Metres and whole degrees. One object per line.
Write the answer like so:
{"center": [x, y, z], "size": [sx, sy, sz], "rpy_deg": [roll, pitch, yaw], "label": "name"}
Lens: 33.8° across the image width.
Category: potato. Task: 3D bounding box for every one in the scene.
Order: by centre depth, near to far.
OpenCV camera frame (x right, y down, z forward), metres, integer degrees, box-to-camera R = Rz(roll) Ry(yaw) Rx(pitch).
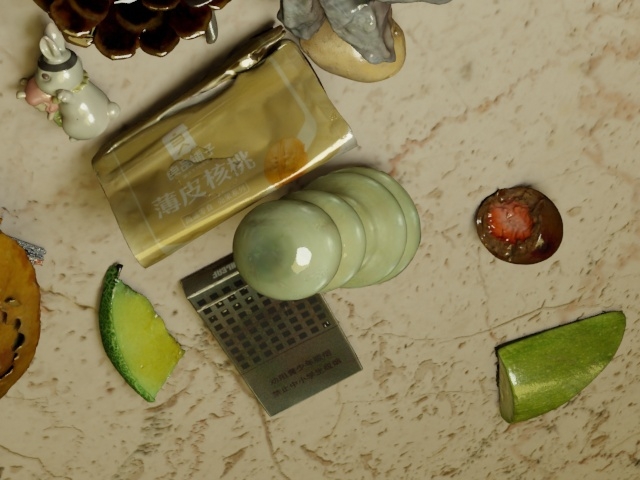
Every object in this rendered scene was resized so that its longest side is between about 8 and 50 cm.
{"center": [0.047, -0.261, 1.364], "size": [0.147, 0.112, 0.112], "rpy_deg": [9, 123, -35], "label": "potato"}

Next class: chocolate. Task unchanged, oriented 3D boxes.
{"center": [0.317, -0.016, 1.639], "size": [0.127, 0.133, 0.124], "rpy_deg": [-1, 130, -17], "label": "chocolate"}

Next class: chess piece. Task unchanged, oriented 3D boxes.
{"center": [0.000, 0.000, 1.387], "size": [0.182, 0.182, 0.330], "rpy_deg": [-51, 168, 20], "label": "chess piece"}

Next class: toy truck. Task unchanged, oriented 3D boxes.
{"center": [-0.419, 0.013, 1.450], "size": [0.083, 0.024, 0.032], "rpy_deg": [21, 94, -34], "label": "toy truck"}

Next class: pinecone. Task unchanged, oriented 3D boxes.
{"center": [-0.195, -0.314, 1.109], "size": [0.246, 0.292, 0.246], "rpy_deg": [0, 91, -17], "label": "pinecone"}

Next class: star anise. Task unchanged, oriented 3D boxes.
{"center": [0.004, -0.313, 1.188], "size": [0.139, 0.316, 0.359], "rpy_deg": [-39, 155, -45], "label": "star anise"}

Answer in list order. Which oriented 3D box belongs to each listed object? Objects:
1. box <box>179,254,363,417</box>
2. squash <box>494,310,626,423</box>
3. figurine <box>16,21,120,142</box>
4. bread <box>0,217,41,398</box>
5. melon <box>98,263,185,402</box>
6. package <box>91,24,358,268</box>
{"center": [-0.068, 0.138, 1.666], "size": [0.180, 0.047, 0.325], "rpy_deg": [-27, 130, 1], "label": "box"}
{"center": [0.451, 0.240, 1.913], "size": [0.252, 0.093, 0.169], "rpy_deg": [-16, 128, -9], "label": "squash"}
{"center": [-0.325, -0.186, 1.293], "size": [0.098, 0.081, 0.146], "rpy_deg": [-32, 131, 5], "label": "figurine"}
{"center": [-0.537, 0.097, 1.337], "size": [0.337, 0.204, 0.358], "rpy_deg": [-4, 126, -31], "label": "bread"}
{"center": [-0.274, 0.141, 1.591], "size": [0.114, 0.053, 0.261], "rpy_deg": [-23, 132, -12], "label": "melon"}
{"center": [-0.135, -0.129, 1.359], "size": [0.311, 0.221, 0.165], "rpy_deg": [-30, 110, 3], "label": "package"}
